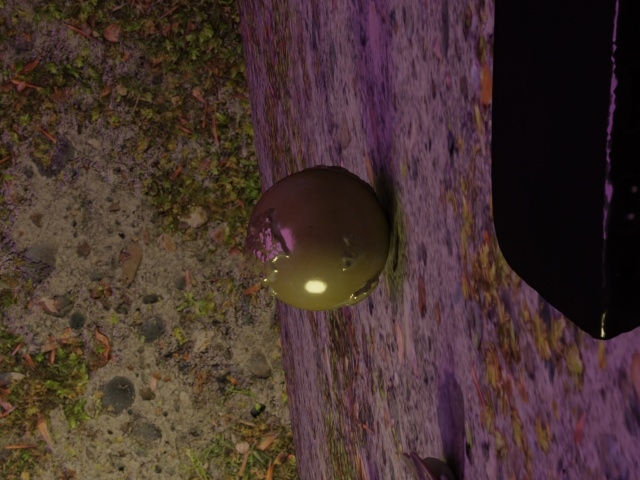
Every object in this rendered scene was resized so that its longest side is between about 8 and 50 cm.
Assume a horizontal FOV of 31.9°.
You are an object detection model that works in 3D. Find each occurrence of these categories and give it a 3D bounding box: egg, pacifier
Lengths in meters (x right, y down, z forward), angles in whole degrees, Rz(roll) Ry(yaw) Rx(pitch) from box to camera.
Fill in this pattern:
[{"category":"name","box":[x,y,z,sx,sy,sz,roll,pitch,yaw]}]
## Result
[{"category":"egg","box":[-0.002,-0.003,1.223,0.201,0.164,0.164,145,118,-80]},{"category":"pacifier","box":[0.091,0.242,1.053,0.081,0.078,0.099,60,168,8]}]

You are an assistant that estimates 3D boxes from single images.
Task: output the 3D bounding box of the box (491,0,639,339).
[{"category":"box","box":[0.129,-0.065,0.590,0.201,0.042,0.213,-119,24,-71]}]
